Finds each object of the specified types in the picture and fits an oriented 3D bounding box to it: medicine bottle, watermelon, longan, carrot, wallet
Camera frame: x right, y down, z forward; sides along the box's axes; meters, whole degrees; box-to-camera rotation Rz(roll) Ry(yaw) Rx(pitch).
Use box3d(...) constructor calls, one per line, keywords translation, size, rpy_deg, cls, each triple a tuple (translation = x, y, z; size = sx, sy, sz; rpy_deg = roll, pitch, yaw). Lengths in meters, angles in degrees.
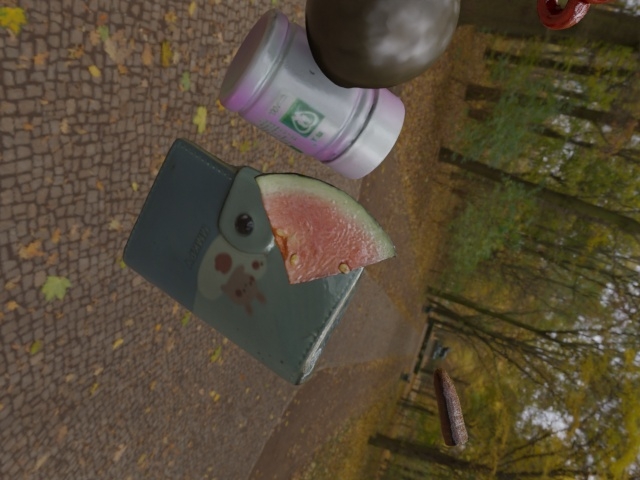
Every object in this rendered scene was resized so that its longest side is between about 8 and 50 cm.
box3d(translation=(-0.016, -0.285, 0.986), size=(0.212, 0.326, 0.212), rpy_deg=(-40, -144, 38), cls="medicine bottle")
box3d(translation=(0.000, 0.000, 0.434), size=(0.125, 0.135, 0.094), rpy_deg=(80, 32, -57), cls="watermelon")
box3d(translation=(0.095, -0.364, 0.781), size=(0.258, 0.258, 0.258), rpy_deg=(18, 90, -74), cls="longan")
box3d(translation=(0.239, 0.305, 0.899), size=(0.048, 0.048, 0.139), rpy_deg=(5, 74, -73), cls="carrot")
box3d(translation=(-0.119, 0.021, 0.711), size=(0.252, 0.360, 0.083), rpy_deg=(-63, 165, 15), cls="wallet")

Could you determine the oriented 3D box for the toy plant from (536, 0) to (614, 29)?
box3d(translation=(0.169, -0.196, 0.173), size=(0.240, 0.088, 0.154), rpy_deg=(180, -98, -68), cls="toy plant")
